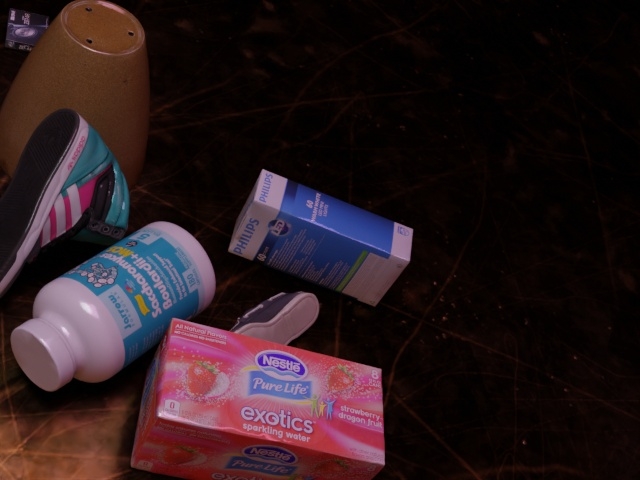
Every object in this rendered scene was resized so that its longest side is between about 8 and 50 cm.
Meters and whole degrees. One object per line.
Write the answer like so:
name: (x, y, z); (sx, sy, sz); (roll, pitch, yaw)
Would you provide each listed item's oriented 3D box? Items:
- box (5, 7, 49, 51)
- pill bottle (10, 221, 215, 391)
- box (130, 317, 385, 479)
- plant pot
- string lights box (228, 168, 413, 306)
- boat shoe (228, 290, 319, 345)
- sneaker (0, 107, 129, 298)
box: (-0.501, -0.357, 1.544); (0.067, 0.018, 0.083); (9, 49, -22)
pill bottle: (-0.273, 0.090, 1.195); (0.146, 0.146, 0.264); (43, 46, 10)
box: (-0.078, 0.229, 1.183); (0.300, 0.142, 0.154); (16, 46, -15)
plant pot: (-0.350, -0.224, 1.348); (0.237, 0.254, 0.237); (15, 46, -17)
string lights box: (0.000, 0.000, 1.427); (0.260, 0.133, 0.077); (22, 46, -11)
boat shoe: (-0.092, 0.136, 1.331); (0.065, 0.075, 0.206); (11, 33, 45)
sneaker: (-0.368, -0.016, 1.258); (0.124, 0.178, 0.295); (21, 77, 36)
